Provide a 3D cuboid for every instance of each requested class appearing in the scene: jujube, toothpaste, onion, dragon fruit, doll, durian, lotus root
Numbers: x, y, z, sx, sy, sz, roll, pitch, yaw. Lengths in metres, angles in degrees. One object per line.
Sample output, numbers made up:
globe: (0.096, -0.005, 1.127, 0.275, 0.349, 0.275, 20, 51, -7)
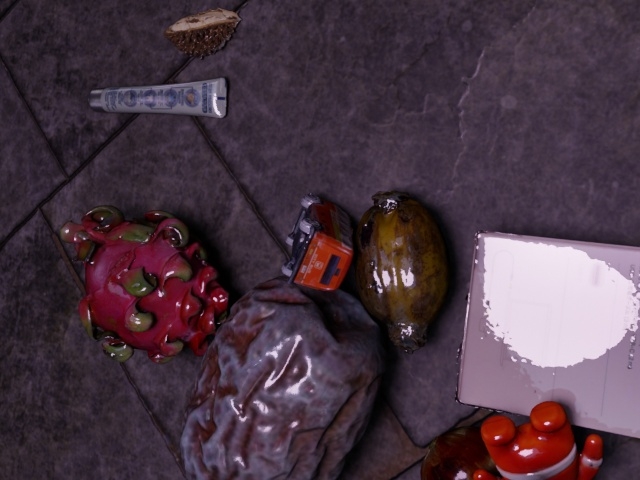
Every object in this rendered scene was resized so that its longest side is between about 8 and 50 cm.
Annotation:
jujube: (-0.054, 0.204, 0.922, 0.226, 0.226, 0.316, 34, 107, 21)
toothpaste: (-0.250, -0.218, 1.115, 0.239, 0.039, 0.062, 3, 93, 22)
onion: (0.176, 0.281, 0.869, 0.119, 0.119, 0.117, 28, 96, 22)
dragon fruit: (-0.247, 0.051, 1.033, 0.272, 0.198, 0.218, 62, 142, 36)
doll: (0.253, 0.281, 0.805, 0.143, 0.076, 0.245, -18, 115, 13)
durian: (-0.179, -0.310, 1.095, 0.131, 0.052, 0.066, -2, 49, 21)
lotus root: (0.103, 0.037, 0.908, 0.120, 0.120, 0.209, -10, 80, 23)

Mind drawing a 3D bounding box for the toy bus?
toy bus: (0.000, 0.000, 0.931, 0.077, 0.174, 0.079, 20, 109, -7)

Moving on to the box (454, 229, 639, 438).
box: (0.293, 0.101, 0.823, 0.252, 0.106, 0.203, 6, 90, 25)
